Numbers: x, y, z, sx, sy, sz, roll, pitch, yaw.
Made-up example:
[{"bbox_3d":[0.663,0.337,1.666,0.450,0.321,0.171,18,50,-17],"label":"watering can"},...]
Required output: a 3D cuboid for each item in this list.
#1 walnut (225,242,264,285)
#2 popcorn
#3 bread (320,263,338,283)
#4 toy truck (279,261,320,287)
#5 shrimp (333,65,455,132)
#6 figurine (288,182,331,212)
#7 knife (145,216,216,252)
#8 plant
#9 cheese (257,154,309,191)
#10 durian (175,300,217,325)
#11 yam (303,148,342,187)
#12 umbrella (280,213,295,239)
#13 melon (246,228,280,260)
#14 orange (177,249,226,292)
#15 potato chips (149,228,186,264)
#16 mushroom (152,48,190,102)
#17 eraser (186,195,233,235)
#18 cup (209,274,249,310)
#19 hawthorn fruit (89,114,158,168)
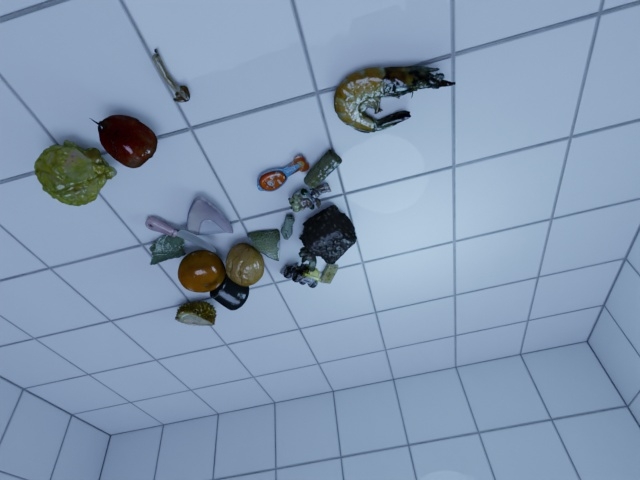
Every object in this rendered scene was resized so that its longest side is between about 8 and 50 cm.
[{"bbox_3d":[-0.366,0.117,1.987,0.195,0.195,0.222,3,132,-11],"label":"walnut"},{"bbox_3d":[-0.927,-0.247,1.538,0.212,0.259,0.259,-15,142,44],"label":"popcorn"},{"bbox_3d":[0.046,0.183,2.226,0.068,0.028,0.154,8,136,-18],"label":"bread"},{"bbox_3d":[-0.101,0.168,2.088,0.136,0.111,0.286,25,171,-29],"label":"toy truck"},{"bbox_3d":[0.271,-0.520,1.503,0.445,0.085,0.272,-9,141,6],"label":"shrimp"},{"bbox_3d":[-0.046,-0.188,1.787,0.197,0.093,0.147,-16,149,8],"label":"figurine"},{"bbox_3d":[-0.633,-0.030,1.871,0.336,0.043,0.081,22,139,-16],"label":"knife"},{"bbox_3d":[0.000,0.000,1.901,0.312,0.215,0.213,-33,127,28],"label":"plant"},{"bbox_3d":[-0.163,-0.277,1.720,0.256,0.037,0.106,-25,134,19],"label":"cheese"},{"bbox_3d":[-0.695,0.411,2.290,0.249,0.138,0.183,-2,167,7],"label":"durian"},{"bbox_3d":[0.009,-0.296,1.698,0.078,0.078,0.179,26,126,-30],"label":"yam"},{"bbox_3d":[-0.153,-0.062,1.925,0.062,0.067,0.143,-16,137,-35],"label":"umbrella"},{"bbox_3d":[-0.250,-0.001,1.974,0.202,0.093,0.139,38,95,-4],"label":"melon"},{"bbox_3d":[-0.583,0.147,2.003,0.240,0.171,0.240,-10,138,-9],"label":"orange"},{"bbox_3d":[-0.731,0.041,1.952,0.167,0.059,0.228,5,135,-19],"label":"potato chips"},{"bbox_3d":[-0.513,-0.552,1.382,0.060,0.061,0.187,-18,131,18],"label":"mushroom"},{"bbox_3d":[-0.512,-0.111,1.828,0.204,0.059,0.243,-4,139,-3],"label":"eraser"},{"bbox_3d":[-0.466,0.245,2.148,0.176,0.169,0.223,35,88,-26],"label":"cup"},{"bbox_3d":[-0.704,-0.371,1.453,0.181,0.181,0.235,-29,136,20],"label":"hawthorn fruit"}]
